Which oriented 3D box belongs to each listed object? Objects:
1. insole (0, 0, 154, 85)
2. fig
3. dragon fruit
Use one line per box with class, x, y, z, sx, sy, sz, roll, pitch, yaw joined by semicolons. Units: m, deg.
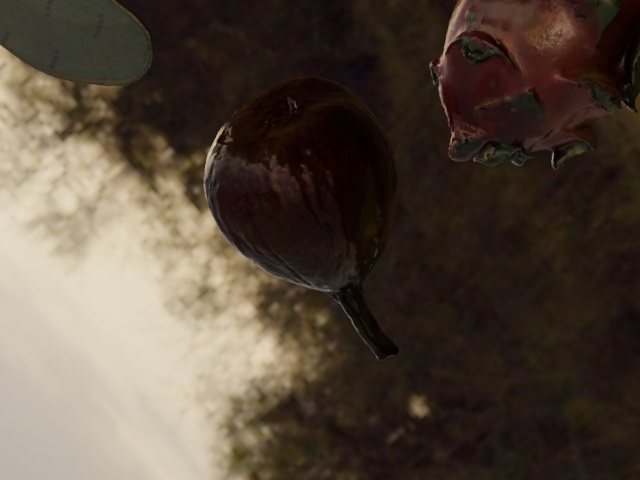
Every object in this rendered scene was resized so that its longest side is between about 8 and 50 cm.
insole;-0.334;-0.258;1.805;0.348;0.119;0.009;27;-156;9
fig;0.026;-0.020;1.603;0.290;0.190;0.190;44;-177;-17
dragon fruit;0.231;-0.165;1.485;0.198;0.269;0.200;11;-104;-80
